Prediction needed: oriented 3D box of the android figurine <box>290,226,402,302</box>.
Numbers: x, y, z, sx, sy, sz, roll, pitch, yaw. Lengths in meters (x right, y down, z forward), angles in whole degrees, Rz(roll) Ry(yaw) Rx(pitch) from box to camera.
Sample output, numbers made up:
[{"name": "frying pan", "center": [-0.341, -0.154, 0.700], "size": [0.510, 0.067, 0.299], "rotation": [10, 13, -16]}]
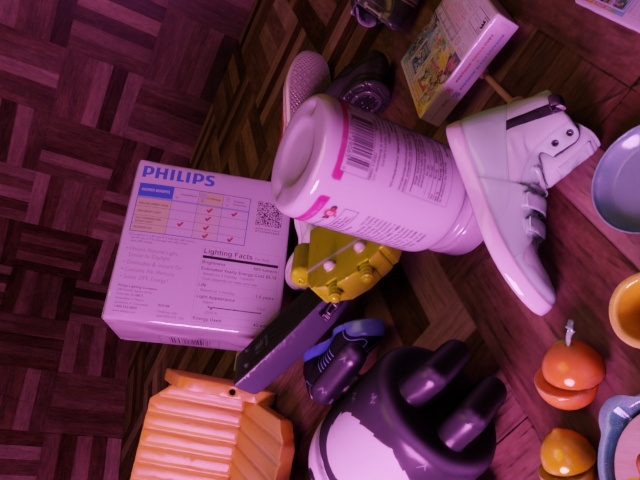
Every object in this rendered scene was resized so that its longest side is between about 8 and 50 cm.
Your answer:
[{"name": "android figurine", "center": [0.052, 0.001, 0.904], "size": [0.248, 0.056, 0.272], "rotation": [-32, 28, 24]}]

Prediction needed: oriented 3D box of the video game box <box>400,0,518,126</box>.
[{"name": "video game box", "center": [0.213, -0.315, 0.852], "size": [0.187, 0.048, 0.205], "rotation": [-50, 28, 36]}]

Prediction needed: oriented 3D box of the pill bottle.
[{"name": "pill bottle", "center": [0.091, -0.075, 0.711], "size": [0.160, 0.283, 0.160], "rotation": [-39, 42, 49]}]

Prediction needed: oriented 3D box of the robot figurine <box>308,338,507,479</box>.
[{"name": "robot figurine", "center": [0.097, 0.244, 0.646], "size": [0.278, 0.174, 0.209], "rotation": [-55, 30, 33]}]

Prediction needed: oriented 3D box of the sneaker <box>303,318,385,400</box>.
[{"name": "sneaker", "center": [0.041, 0.207, 0.896], "size": [0.232, 0.082, 0.090], "rotation": [-47, 44, 50]}]

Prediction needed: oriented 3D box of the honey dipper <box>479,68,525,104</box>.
[{"name": "honey dipper", "center": [0.260, -0.212, 0.748], "size": [0.030, 0.031, 0.160], "rotation": [-56, 28, 32]}]

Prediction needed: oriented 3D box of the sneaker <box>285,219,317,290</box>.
[{"name": "sneaker", "center": [0.000, 0.000, 1.091], "size": [0.115, 0.091, 0.232], "rotation": [14, 97, 57]}]

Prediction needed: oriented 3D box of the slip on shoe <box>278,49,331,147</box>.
[{"name": "slip on shoe", "center": [-0.051, -0.320, 1.322], "size": [0.101, 0.123, 0.331], "rotation": [170, 108, -66]}]

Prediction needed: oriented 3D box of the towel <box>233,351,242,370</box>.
[{"name": "towel", "center": [-0.191, 0.272, 1.364], "size": [0.113, 0.023, 0.151], "rotation": [-7, 70, 63]}]

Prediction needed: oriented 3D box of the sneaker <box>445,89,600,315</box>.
[{"name": "sneaker", "center": [0.255, -0.052, 0.598], "size": [0.151, 0.094, 0.255], "rotation": [-23, 74, 23]}]

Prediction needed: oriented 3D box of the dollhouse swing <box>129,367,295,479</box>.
[{"name": "dollhouse swing", "center": [-0.239, 0.475, 1.076], "size": [0.305, 0.316, 0.346], "rotation": [136, 146, -79]}]

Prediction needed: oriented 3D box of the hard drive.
[{"name": "hard drive", "center": [-0.052, 0.166, 0.971], "size": [0.255, 0.054, 0.172], "rotation": [-44, 10, -1]}]

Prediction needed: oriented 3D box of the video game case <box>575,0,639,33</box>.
[{"name": "video game case", "center": [0.380, -0.319, 0.582], "size": [0.157, 0.019, 0.143], "rotation": [-59, 30, 29]}]

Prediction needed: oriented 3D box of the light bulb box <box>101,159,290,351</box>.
[{"name": "light bulb box", "center": [-0.262, 0.048, 1.205], "size": [0.225, 0.358, 0.360], "rotation": [119, 158, -66]}]

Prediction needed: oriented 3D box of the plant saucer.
[{"name": "plant saucer", "center": [0.334, -0.062, 0.527], "size": [0.119, 0.021, 0.119], "rotation": [-40, 43, 50]}]

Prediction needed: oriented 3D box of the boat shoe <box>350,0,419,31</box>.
[{"name": "boat shoe", "center": [0.109, -0.517, 1.135], "size": [0.102, 0.108, 0.301], "rotation": [-62, 36, 20]}]

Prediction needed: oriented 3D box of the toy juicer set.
[{"name": "toy juicer set", "center": [0.267, 0.206, 0.434], "size": [0.209, 0.090, 0.328], "rotation": [-45, 39, 44]}]

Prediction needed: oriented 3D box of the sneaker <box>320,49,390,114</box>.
[{"name": "sneaker", "center": [0.053, -0.307, 1.142], "size": [0.286, 0.109, 0.130], "rotation": [-17, 54, 49]}]
